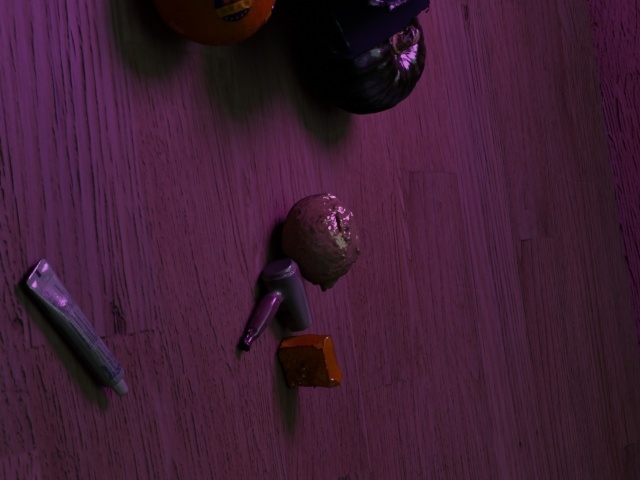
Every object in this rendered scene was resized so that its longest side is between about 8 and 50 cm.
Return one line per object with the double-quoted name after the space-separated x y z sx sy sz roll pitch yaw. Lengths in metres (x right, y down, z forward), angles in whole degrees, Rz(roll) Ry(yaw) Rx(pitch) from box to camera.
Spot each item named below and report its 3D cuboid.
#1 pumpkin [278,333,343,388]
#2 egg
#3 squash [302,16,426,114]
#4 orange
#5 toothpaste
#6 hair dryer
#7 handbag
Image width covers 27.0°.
-0.012 0.172 1.914 0.054 0.083 0.074 -35 115 -54 "pumpkin"
0.000 0.000 1.947 0.118 0.116 0.140 102 -17 -73 "egg"
0.070 -0.302 2.101 0.218 0.172 0.218 -34 137 -38 "squash"
-0.141 -0.340 1.747 0.178 0.155 0.177 6 73 -21 "orange"
-0.275 0.106 1.526 0.197 0.029 0.048 59 33 -28 "toothpaste"
-0.072 0.106 1.877 0.154 0.054 0.106 -43 124 -44 "hair dryer"
0.011 -0.432 1.948 0.329 0.122 0.303 40 40 8 "handbag"
